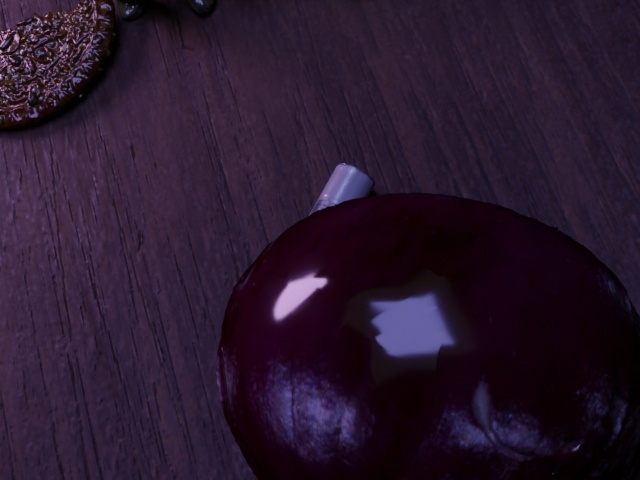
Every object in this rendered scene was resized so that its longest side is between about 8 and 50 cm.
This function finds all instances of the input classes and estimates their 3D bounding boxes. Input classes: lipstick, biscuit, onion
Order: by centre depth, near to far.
[{"bbox_3d":[0.067,0.096,0.972,0.336,0.260,0.282,19,75,26],"label":"onion"},{"bbox_3d":[0.000,0.000,1.171,0.040,0.040,0.141,20,71,27],"label":"lipstick"},{"bbox_3d":[-0.298,-0.178,1.376,0.206,0.025,0.126,-25,60,9],"label":"biscuit"}]

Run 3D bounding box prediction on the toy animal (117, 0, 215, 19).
[{"bbox_3d":[-0.188,-0.296,1.363,0.103,0.101,0.219,-26,57,3],"label":"toy animal"}]
